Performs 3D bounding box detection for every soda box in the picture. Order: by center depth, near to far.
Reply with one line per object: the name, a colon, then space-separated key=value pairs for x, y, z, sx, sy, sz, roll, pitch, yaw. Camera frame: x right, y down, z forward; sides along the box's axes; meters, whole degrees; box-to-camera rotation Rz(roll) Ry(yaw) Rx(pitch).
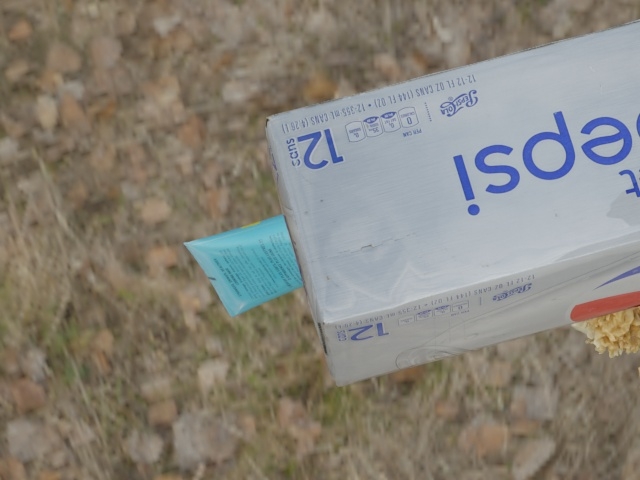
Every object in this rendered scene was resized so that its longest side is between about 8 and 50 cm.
soda box: x=0.128 y=-0.028 z=0.781 sx=0.286 sy=0.091 sz=0.098 roll=-15 pitch=69 yaw=-2

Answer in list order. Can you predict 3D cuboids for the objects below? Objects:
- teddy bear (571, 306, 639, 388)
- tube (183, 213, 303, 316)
teddy bear: x=0.273 y=-0.019 z=1.123 sx=0.338 sy=0.113 sz=0.245 roll=-25 pitch=74 yaw=-28
tube: x=0.000 y=0.000 z=1.452 sx=0.207 sy=0.080 sz=0.052 roll=-20 pitch=26 yaw=20
